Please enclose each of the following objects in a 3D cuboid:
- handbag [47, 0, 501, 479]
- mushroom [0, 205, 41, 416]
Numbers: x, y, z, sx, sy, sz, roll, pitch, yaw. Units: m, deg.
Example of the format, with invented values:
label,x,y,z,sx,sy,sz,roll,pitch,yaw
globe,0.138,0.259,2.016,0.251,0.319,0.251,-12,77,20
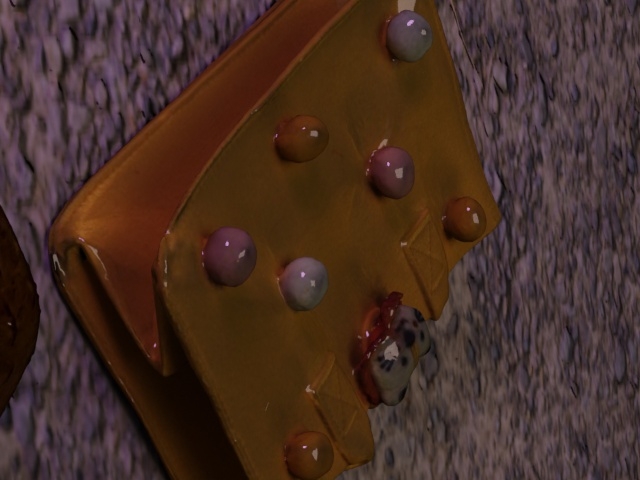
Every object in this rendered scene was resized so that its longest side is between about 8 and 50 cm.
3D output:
label,x,y,z,sx,sy,sz,roll,pitch,yaw
handbag,0.000,0.000,1.200,0.401,0.133,0.283,-52,131,-42
mushroom,-0.242,0.038,0.853,0.231,0.138,0.194,50,49,-37
